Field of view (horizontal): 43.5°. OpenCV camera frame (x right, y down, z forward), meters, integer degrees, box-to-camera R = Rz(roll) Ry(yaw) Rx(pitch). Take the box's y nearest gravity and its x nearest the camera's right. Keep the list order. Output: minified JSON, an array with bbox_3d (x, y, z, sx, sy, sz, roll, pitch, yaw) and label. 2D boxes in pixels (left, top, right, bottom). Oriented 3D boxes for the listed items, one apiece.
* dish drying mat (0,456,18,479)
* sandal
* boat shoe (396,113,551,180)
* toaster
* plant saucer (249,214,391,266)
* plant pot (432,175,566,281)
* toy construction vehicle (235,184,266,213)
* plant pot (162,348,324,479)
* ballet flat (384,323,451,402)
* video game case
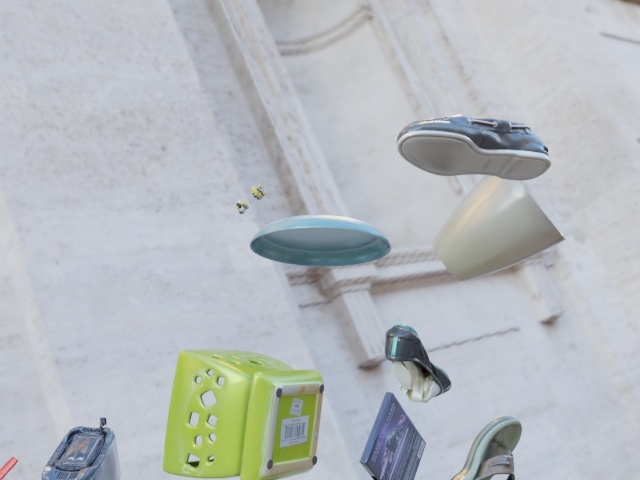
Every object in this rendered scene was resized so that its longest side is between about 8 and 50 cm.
[{"bbox_3d":[-0.752,0.550,1.897,0.083,0.032,0.008,-51,-50,-25],"label":"dish drying mat"},{"bbox_3d":[0.300,0.440,1.450,0.303,0.086,0.120,-40,-46,-43],"label":"sandal"},{"bbox_3d":[0.279,-0.183,1.495,0.335,0.095,0.112,7,-35,-26],"label":"boat shoe"},{"bbox_3d":[-0.540,0.532,1.841,0.129,0.146,0.227,0,26,8],"label":"toaster"},{"bbox_3d":[0.000,0.000,1.801,0.318,0.043,0.317,1,-17,0],"label":"plant saucer"},{"bbox_3d":[0.430,-0.024,2.034,0.274,0.256,0.256,-38,-21,15],"label":"plant pot"},{"bbox_3d":[-0.178,-0.109,2.025,0.086,0.035,0.098,-44,-3,10],"label":"toy construction vehicle"},{"bbox_3d":[-0.126,0.326,1.468,0.207,0.227,0.228,4,-5,34],"label":"plant pot"},{"bbox_3d":[0.197,0.282,1.691,0.095,0.096,0.280,-4,-37,32],"label":"ballet flat"},{"bbox_3d":[0.190,0.539,2.042,0.026,0.196,0.274,3,-38,33],"label":"video game case"}]
